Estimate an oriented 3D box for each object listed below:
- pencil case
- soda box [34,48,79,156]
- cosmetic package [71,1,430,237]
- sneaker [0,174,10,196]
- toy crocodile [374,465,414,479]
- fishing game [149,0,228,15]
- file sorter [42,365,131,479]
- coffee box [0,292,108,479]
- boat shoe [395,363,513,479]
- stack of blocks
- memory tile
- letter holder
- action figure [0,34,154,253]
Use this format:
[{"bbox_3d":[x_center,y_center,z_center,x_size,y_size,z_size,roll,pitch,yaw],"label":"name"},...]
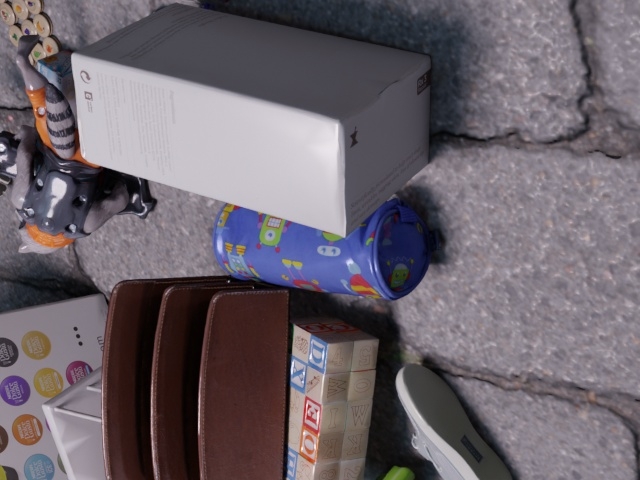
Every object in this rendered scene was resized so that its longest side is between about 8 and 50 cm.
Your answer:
[{"bbox_3d":[0.000,0.000,1.528,0.306,0.119,0.133,5,80,41],"label":"pencil case"},{"bbox_3d":[-0.399,-0.199,1.813,0.058,0.063,0.183,33,133,23],"label":"soda box"},{"bbox_3d":[-0.081,-0.157,1.413,0.385,0.217,0.156,19,127,28],"label":"cosmetic package"},{"bbox_3d":[-0.592,-0.148,2.036,0.169,0.068,0.071,64,153,3],"label":"sneaker"},{"bbox_3d":[0.083,0.451,1.735,0.105,0.115,0.340,32,135,16],"label":"toy crocodile"},{"bbox_3d":[-0.193,-0.232,1.623,0.189,0.041,0.264,25,129,26],"label":"fishing game"},{"bbox_3d":[-0.240,0.276,1.800,0.173,0.278,0.192,4,117,40],"label":"file sorter"},{"bbox_3d":[-0.529,0.328,1.994,0.338,0.334,0.337,-36,70,48],"label":"coffee box"},{"bbox_3d":[0.163,0.271,1.575,0.227,0.079,0.081,53,133,-1],"label":"boat shoe"},{"bbox_3d":[-0.016,0.256,1.641,0.171,0.087,0.297,23,111,54],"label":"stack of blocks"},{"bbox_3d":[-0.456,-0.341,1.816,0.113,0.012,0.148,-7,109,44],"label":"memory tile"},{"bbox_3d":[-0.173,0.207,1.601,0.152,0.215,0.301,10,100,56],"label":"letter holder"},{"bbox_3d":[-0.414,-0.124,1.717,0.341,0.178,0.330,14,122,0],"label":"action figure"}]
